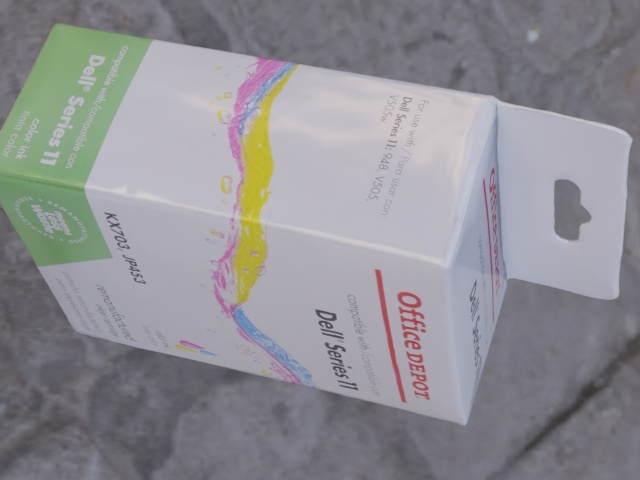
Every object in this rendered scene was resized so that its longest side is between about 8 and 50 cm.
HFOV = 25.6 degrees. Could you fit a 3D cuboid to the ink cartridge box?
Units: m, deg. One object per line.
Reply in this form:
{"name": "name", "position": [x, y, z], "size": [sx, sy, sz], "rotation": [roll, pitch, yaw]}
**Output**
{"name": "ink cartridge box", "position": [0.000, 0.000, 0.862], "size": [0.207, 0.353, 0.119], "rotation": [75, 31, -57]}
